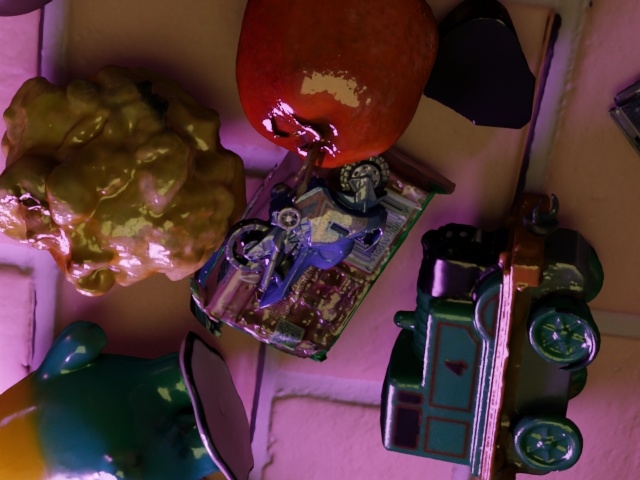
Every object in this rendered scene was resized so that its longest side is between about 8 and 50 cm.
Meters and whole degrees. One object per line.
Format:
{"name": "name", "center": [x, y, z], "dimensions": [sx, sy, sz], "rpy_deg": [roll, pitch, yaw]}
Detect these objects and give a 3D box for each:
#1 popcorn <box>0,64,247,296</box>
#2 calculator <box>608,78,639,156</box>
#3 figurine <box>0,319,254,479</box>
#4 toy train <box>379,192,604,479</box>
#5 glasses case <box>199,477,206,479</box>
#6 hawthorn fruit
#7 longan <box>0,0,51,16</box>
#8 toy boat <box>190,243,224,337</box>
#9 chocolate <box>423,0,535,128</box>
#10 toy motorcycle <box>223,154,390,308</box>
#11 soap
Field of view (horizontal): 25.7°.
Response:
{"name": "popcorn", "center": [-0.229, -0.067, 1.549], "dimensions": [0.286, 0.252, 0.215], "rpy_deg": [24, 166, 18]}
{"name": "calculator", "center": [0.464, -0.103, 1.613], "dimensions": [0.165, 0.028, 0.274], "rpy_deg": [-34, 114, 20]}
{"name": "figurine", "center": [-0.274, 0.257, 1.737], "dimensions": [0.340, 0.231, 0.324], "rpy_deg": [-21, 104, 12]}
{"name": "toy train", "center": [0.202, 0.128, 1.683], "dimensions": [0.249, 0.178, 0.429], "rpy_deg": [7, 121, 9]}
{"name": "glasses case", "center": [-0.157, 0.369, 1.881], "dimensions": [0.050, 0.083, 0.196], "rpy_deg": [-37, 111, 20]}
{"name": "hawthorn fruit", "center": [0.010, -0.168, 1.447], "dimensions": [0.211, 0.299, 0.211], "rpy_deg": [8, 149, 5]}
{"name": "longan", "center": [-0.338, -0.331, 1.414], "dimensions": [0.196, 0.196, 0.220], "rpy_deg": [-36, 119, 20]}
{"name": "toy boat", "center": [-0.121, 0.056, 1.707], "dimensions": [0.061, 0.060, 0.137], "rpy_deg": [25, 116, 16]}
{"name": "chocolate", "center": [0.173, -0.195, 1.543], "dimensions": [0.125, 0.080, 0.149], "rpy_deg": [-16, 126, 24]}
{"name": "toy motorcycle", "center": [-0.003, -0.012, 1.527], "dimensions": [0.205, 0.076, 0.114], "rpy_deg": [-31, 115, 5]}
{"name": "soap", "center": [0.000, 0.001, 1.620], "dimensions": [0.218, 0.098, 0.273], "rpy_deg": [29, 105, -16]}
